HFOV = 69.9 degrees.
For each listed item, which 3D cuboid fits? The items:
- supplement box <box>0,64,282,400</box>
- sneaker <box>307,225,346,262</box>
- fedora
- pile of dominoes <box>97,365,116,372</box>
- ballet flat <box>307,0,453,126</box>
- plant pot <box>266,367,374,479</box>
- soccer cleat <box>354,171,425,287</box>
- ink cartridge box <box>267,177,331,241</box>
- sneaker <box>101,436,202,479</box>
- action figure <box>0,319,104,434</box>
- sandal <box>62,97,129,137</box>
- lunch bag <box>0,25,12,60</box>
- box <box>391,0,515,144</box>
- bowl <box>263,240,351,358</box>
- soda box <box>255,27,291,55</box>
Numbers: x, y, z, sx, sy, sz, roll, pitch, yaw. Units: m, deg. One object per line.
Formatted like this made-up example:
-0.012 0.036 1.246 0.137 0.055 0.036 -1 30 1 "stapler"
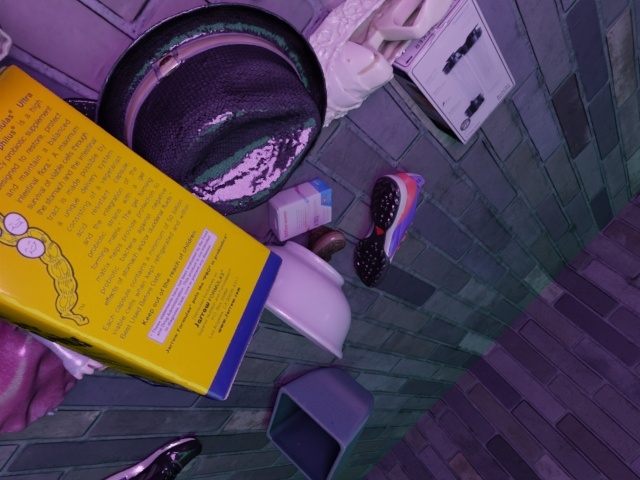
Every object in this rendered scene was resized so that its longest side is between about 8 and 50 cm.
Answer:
-0.258 0.023 0.531 0.356 0.194 0.195 38 58 -30 "supplement box"
0.000 0.000 0.946 0.066 0.071 0.188 -14 167 -16 "sneaker"
-0.118 -0.137 0.616 0.334 0.152 0.334 -16 131 -19 "fedora"
-0.295 0.210 0.869 0.196 0.040 0.251 -28 172 -20 "pile of dominoes"
0.095 -0.330 0.725 0.409 0.147 0.147 -49 141 10 "ballet flat"
0.024 0.542 1.407 0.252 0.248 0.247 -24 140 -46 "plant pot"
0.168 -0.018 1.106 0.116 0.108 0.318 -17 133 -34 "soccer cleat"
-0.042 -0.062 0.923 0.122 0.052 0.088 -24 138 -23 "ink cartridge box"
-0.428 0.633 1.186 0.283 0.124 0.107 -25 139 -21 "sneaker"
-0.425 0.099 0.695 0.276 0.248 0.370 26 99 -8 "action figure"
-0.269 -0.172 0.644 0.179 0.040 0.067 2 120 -24 "sandal"
-0.426 -0.146 0.367 0.287 0.235 0.169 -45 145 5 "lunch bag"
0.257 -0.333 0.897 0.169 0.087 0.290 -52 141 12 "box"
-0.046 0.095 0.905 0.134 0.298 0.298 -54 143 -12 "bowl"
-0.116 -0.231 0.696 0.061 0.058 0.181 9 120 -45 "soda box"
